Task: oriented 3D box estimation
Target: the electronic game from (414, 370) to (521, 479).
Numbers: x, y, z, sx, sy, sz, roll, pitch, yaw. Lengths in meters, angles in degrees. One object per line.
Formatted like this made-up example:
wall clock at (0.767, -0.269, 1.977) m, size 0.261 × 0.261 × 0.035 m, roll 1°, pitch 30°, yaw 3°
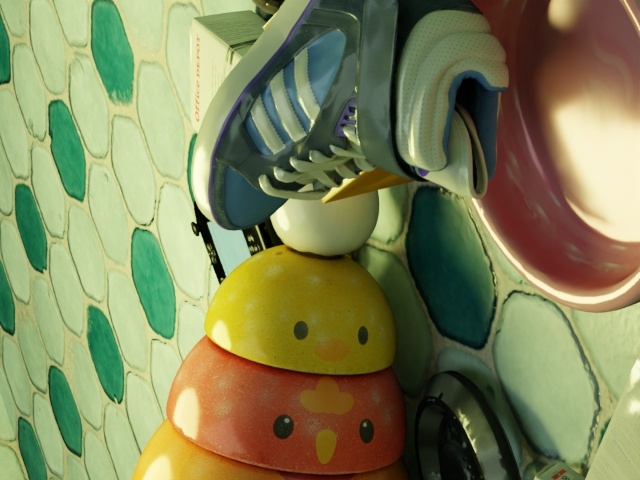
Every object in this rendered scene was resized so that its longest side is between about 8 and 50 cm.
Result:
electronic game at (0.156, 0.247, 1.701) m, size 0.229 × 0.048 × 0.229 m, roll 167°, pitch 90°, yaw -72°

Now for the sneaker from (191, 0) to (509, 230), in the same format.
sneaker at (0.033, -0.081, 1.411) m, size 0.236 × 0.130 × 0.323 m, roll 49°, pitch 120°, yaw 31°

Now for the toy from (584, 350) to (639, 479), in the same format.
toy at (0.297, 0.200, 1.386) m, size 0.137 × 0.056 × 0.237 m, roll 53°, pitch 142°, yaw 36°

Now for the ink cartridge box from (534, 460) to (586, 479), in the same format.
ink cartridge box at (0.269, 0.309, 1.538) m, size 0.179 × 0.045 × 0.145 m, roll 30°, pitch 130°, yaw 33°

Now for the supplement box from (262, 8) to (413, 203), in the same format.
supplement box at (0.061, -0.165, 1.591) m, size 0.191 × 0.129 × 0.194 m, roll -36°, pitch 71°, yaw 63°

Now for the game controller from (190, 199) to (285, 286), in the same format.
game controller at (-0.093, 0.016, 2.019) m, size 0.319 × 0.067 × 0.166 m, roll 174°, pitch 85°, yaw -75°

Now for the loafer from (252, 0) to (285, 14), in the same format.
loafer at (-0.005, -0.405, 1.642) m, size 0.130 × 0.134 × 0.366 m, roll -96°, pitch 15°, yaw -65°

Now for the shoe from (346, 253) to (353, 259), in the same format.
shoe at (0.000, 0.000, 1.878) m, size 0.076 × 0.058 × 0.219 m, roll 43°, pitch 139°, yaw 48°

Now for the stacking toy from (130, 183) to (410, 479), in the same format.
stacking toy at (-0.032, 0.127, 1.774) m, size 0.350 × 0.350 × 0.480 m, roll 29°, pitch 116°, yaw 56°

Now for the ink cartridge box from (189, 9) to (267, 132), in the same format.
ink cartridge box at (-0.072, -0.163, 1.910) m, size 0.203 × 0.086 × 0.148 m, roll 45°, pitch 140°, yaw 48°

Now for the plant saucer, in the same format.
plant saucer at (0.218, -0.109, 1.350) m, size 0.332 × 0.084 × 0.332 m, roll 43°, pitch 140°, yaw 50°
